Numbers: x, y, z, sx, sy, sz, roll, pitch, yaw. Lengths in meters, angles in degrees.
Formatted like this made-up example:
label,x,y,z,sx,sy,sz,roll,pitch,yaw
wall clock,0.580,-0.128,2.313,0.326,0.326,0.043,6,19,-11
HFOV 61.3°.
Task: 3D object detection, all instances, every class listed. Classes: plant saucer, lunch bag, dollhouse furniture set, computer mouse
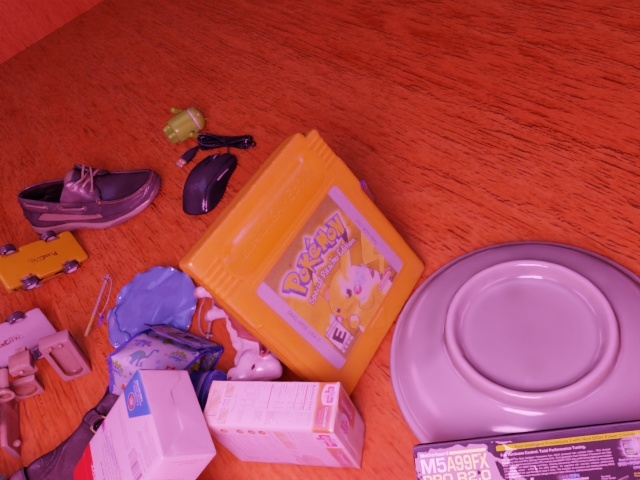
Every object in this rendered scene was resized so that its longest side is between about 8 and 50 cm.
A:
label,x,y,z,sx,sy,sz,roll,pitch,yaw
plant saucer,0.285,0.137,0.741,0.400,0.100,0.400,-11,47,13
lunch bag,-0.158,0.246,0.833,0.065,0.098,0.067,-11,47,38
dollhouse furniture set,-0.482,0.265,0.933,0.151,0.144,0.123,-19,50,-14
computer mouse,-0.283,-0.174,1.270,0.184,0.060,0.262,8,54,27
lunch bag,-0.252,0.199,0.897,0.128,0.096,0.151,17,26,16

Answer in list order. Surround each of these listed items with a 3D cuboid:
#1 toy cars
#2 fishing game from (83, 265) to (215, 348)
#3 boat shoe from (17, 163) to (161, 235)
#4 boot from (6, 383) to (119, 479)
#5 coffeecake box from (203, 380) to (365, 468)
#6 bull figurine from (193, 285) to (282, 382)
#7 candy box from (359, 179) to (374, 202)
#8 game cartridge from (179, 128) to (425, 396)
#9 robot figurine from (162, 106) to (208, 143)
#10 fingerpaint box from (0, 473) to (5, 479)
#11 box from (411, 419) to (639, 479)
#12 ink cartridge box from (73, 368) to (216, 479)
label,x,y,z,sx,sy,sz,roll,pitch,yaw
toy cars,-0.609,0.134,1.094,0.087,0.176,0.394,-43,34,37
fishing game,-0.317,0.137,1.032,0.264,0.041,0.189,-5,57,12
boat shoe,-0.554,-0.105,1.272,0.355,0.130,0.132,-16,47,9
boot,-0.326,0.351,0.819,0.263,0.091,0.229,33,61,32
coffeecake box,-0.046,0.254,0.744,0.185,0.142,0.068,-4,49,19
bull figurine,-0.099,0.079,0.869,0.188,0.101,0.310,14,73,26
candy box,-0.012,-0.015,0.971,0.196,0.070,0.165,-2,66,22
game cartridge,-0.002,0.036,0.802,0.052,0.324,0.285,-2,46,53
robot figurine,-0.350,-0.300,1.401,0.115,0.067,0.101,-35,74,-10
fingerpaint box,-0.540,0.507,0.569,0.445,0.371,0.163,52,123,44
box,0.250,0.317,0.577,0.270,0.060,0.216,-12,68,13
ink cartridge box,-0.244,0.297,0.722,0.231,0.078,0.134,-53,47,23
